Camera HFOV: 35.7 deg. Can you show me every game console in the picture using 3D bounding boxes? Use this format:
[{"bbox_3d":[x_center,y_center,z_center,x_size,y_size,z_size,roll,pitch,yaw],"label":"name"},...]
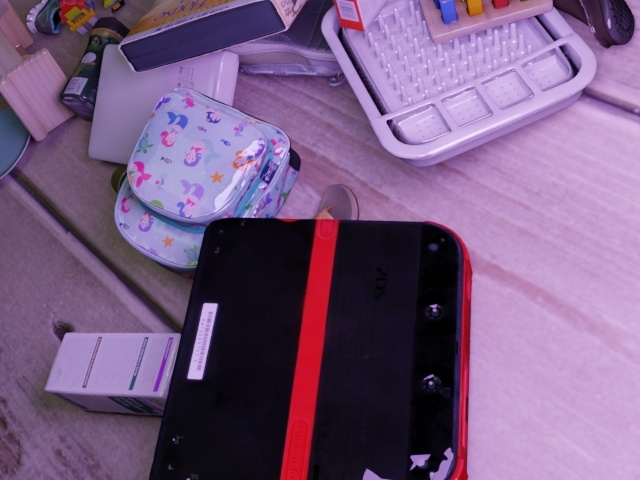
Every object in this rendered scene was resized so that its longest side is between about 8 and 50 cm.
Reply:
[{"bbox_3d":[0.002,0.134,1.155,0.341,0.060,0.387,0,52,10],"label":"game console"}]

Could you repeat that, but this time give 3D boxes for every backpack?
[{"bbox_3d":[-0.172,-0.075,1.431,0.225,0.191,0.254,26,86,15],"label":"backpack"}]

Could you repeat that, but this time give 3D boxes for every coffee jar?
[{"bbox_3d":[-0.398,-0.314,1.818,0.079,0.096,0.185,5,66,36],"label":"coffee jar"}]

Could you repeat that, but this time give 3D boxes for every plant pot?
[{"bbox_3d":[-0.308,-0.092,1.633,0.083,0.083,0.079,-57,34,-7],"label":"plant pot"}]

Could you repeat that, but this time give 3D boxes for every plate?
[{"bbox_3d":[-0.628,-0.180,1.955,0.188,0.024,0.188,-19,53,26],"label":"plate"}]

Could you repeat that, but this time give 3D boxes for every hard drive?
[{"bbox_3d":[-0.268,-0.219,1.654,0.307,0.040,0.203,12,94,41],"label":"hard drive"}]

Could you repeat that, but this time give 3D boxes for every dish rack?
[{"bbox_3d":[0.176,-0.241,1.317,0.285,0.072,0.333,-24,52,0],"label":"dish rack"}]

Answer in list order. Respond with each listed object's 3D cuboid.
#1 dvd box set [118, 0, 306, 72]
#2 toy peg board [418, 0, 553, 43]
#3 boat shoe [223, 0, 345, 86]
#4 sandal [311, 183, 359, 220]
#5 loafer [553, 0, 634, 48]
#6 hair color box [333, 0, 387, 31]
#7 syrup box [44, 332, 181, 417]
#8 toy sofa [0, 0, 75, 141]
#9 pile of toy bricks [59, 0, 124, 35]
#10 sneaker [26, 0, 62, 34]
[{"bbox_3d":[-0.114,-0.443,1.617,0.307,0.062,0.420,-8,39,34],"label":"dvd box set"},{"bbox_3d":[0.203,-0.359,1.303,0.160,0.079,0.161,-15,50,6],"label":"toy peg board"},{"bbox_3d":[-0.020,-0.300,1.539,0.320,0.103,0.118,7,57,34],"label":"boat shoe"},{"bbox_3d":[0.000,0.000,1.358,0.072,0.049,0.180,10,69,40],"label":"sandal"},{"bbox_3d":[0.342,-0.319,1.294,0.078,0.080,0.220,-35,42,27],"label":"loafer"},{"bbox_3d":[0.071,-0.359,1.350,0.043,0.072,0.141,20,61,29],"label":"hair color box"},{"bbox_3d":[-0.268,0.191,1.407,0.236,0.093,0.096,-2,62,35],"label":"syrup box"},{"bbox_3d":[-0.619,-0.336,1.934,0.177,0.150,0.362,-36,46,-9],"label":"toy sofa"},{"bbox_3d":[-0.441,-0.521,1.971,0.212,0.105,0.118,-33,48,15],"label":"pile of toy bricks"},{"bbox_3d":[-0.540,-0.496,2.072,0.076,0.065,0.167,24,81,26],"label":"sneaker"}]
